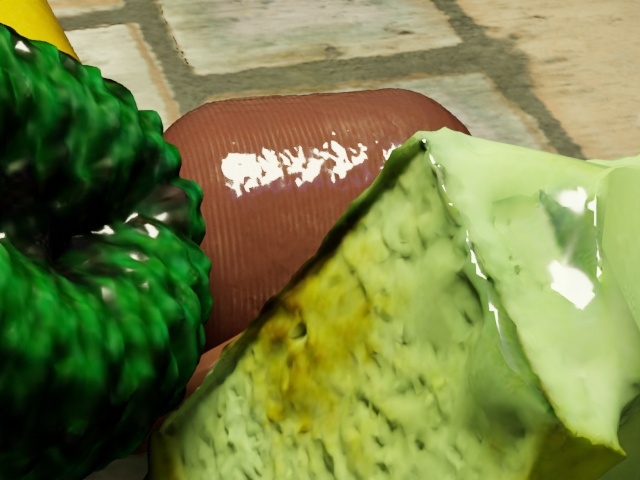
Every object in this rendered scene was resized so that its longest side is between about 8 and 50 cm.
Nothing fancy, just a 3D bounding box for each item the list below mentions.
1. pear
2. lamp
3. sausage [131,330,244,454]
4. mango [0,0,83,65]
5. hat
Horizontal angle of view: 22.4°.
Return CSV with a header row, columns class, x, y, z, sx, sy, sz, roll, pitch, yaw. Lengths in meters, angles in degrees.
class,x,y,z,sx,sy,sz,roll,pitch,yaw
pear,0.103,0.091,0.794,0.282,0.286,0.176,2,50,-44
lamp,0.000,0.000,0.948,0.258,0.180,0.180,-4,37,-13
sausage,-0.064,0.080,0.871,0.147,0.030,0.035,-31,17,32
mango,-0.286,-0.156,1.181,0.317,0.119,0.176,37,45,25
hat,-0.243,0.029,0.800,0.332,0.274,0.242,-23,53,31
